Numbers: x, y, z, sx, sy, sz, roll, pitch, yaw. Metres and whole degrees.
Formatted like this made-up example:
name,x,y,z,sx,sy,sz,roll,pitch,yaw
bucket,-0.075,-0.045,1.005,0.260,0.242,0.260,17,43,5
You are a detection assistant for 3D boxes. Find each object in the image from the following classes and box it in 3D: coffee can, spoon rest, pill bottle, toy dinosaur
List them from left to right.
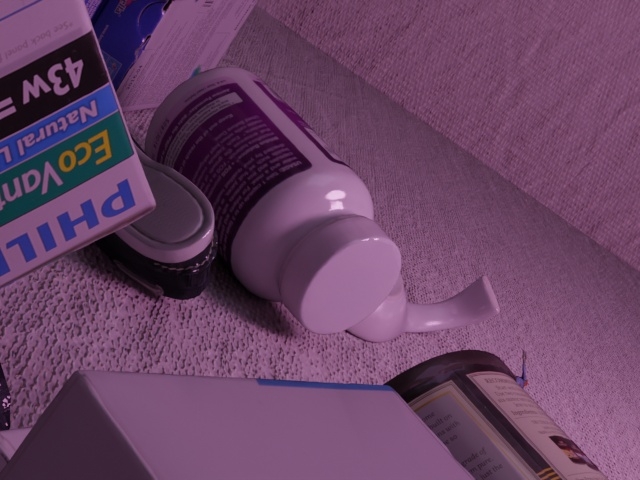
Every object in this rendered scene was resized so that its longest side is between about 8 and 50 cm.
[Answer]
name,x,y,z,sx,sy,sz,roll,pitch,yaw
pill bottle,-0.050,-0.041,1.375,0.169,0.169,0.301,18,24,-49
spoon rest,0.091,0.067,1.534,0.276,0.084,0.137,12,49,-40
toy dinosaur,0.241,0.184,1.627,0.082,0.047,0.090,31,47,-52
coffee can,0.135,0.240,0.886,0.201,0.201,0.275,17,25,-50

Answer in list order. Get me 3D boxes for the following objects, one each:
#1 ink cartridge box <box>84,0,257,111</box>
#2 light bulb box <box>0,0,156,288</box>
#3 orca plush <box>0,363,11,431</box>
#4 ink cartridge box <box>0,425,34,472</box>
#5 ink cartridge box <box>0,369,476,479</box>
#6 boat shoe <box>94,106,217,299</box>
name,x,y,z,sx,sy,sz,roll,pitch,yaw
ink cartridge box,-0.210,-0.309,1.615,0.151,0.270,0.395,36,15,4
light bulb box,-0.312,-0.187,0.821,0.358,0.225,0.361,49,-19,39
orca plush,-0.297,0.042,0.725,0.102,0.151,0.287,2,-16,36
ink cartridge box,-0.100,0.184,0.749,0.158,0.092,0.218,43,15,22
ink cartridge box,-0.044,0.211,0.454,0.197,0.270,0.198,47,19,29
boat shoe,-0.209,-0.056,1.229,0.114,0.091,0.302,-27,55,-23
